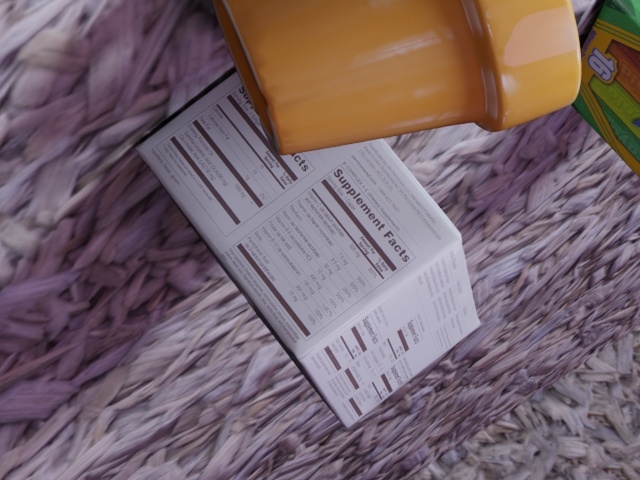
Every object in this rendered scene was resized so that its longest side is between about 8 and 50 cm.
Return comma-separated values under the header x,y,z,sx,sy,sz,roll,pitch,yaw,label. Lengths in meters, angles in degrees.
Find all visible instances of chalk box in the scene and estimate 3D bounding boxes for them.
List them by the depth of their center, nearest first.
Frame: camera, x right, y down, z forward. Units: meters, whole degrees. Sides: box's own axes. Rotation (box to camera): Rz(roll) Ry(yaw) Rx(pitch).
x,y,z,sx,sy,sz,roll,pitch,yaw,label
0.408,-0.129,1.750,0.179,0.289,0.180,-32,160,-26,chalk box

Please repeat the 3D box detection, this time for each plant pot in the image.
x,y,z,sx,sy,sz,roll,pitch,yaw,label
0.036,-0.147,1.136,0.188,0.205,0.205,-22,160,-6,plant pot

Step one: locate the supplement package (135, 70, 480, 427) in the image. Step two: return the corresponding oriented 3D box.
x,y,z,sx,sy,sz,roll,pitch,yaw,label
0.000,0.000,1.365,0.145,0.204,0.262,-37,162,-4,supplement package
